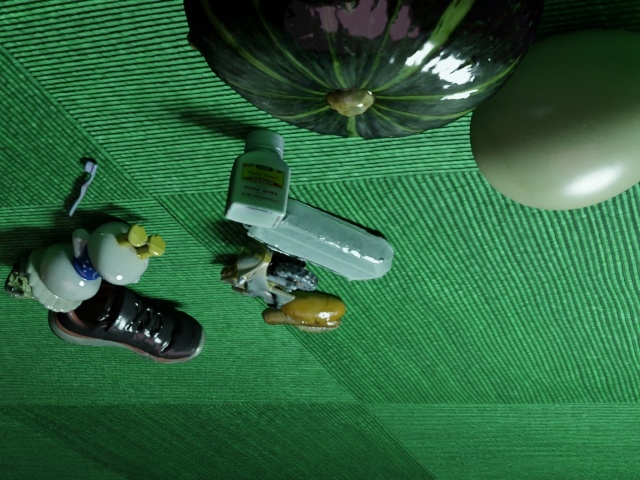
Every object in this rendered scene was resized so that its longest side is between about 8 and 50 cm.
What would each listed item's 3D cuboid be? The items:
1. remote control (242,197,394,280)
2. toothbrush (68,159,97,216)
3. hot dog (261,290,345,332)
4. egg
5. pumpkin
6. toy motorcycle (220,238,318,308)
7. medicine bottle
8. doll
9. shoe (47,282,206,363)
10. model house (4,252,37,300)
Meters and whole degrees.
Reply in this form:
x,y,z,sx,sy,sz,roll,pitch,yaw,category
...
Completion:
x,y,z,sx,sy,sz,roll,pitch,yaw,category
0.000,0.000,1.713,0.247,0.052,0.104,22,150,-24,remote control
-0.356,-0.075,1.684,0.019,0.013,0.193,20,152,-13,toothbrush
-0.029,0.125,1.975,0.140,0.060,0.090,16,149,-10,hot dog
0.272,-0.130,1.205,0.186,0.186,0.242,27,141,-37,egg
0.036,-0.224,0.997,0.323,0.241,0.323,7,154,4,pumpkin
-0.097,0.048,1.803,0.130,0.094,0.229,25,163,-23,toy motorcycle
-0.079,-0.082,1.476,0.074,0.118,0.055,13,154,-11,medicine bottle
-0.370,0.038,1.824,0.293,0.119,0.138,-23,134,37,doll
-0.345,0.133,2.025,0.291,0.114,0.137,11,150,-2,shoe
-0.497,0.060,1.947,0.079,0.066,0.083,12,153,-16,model house
